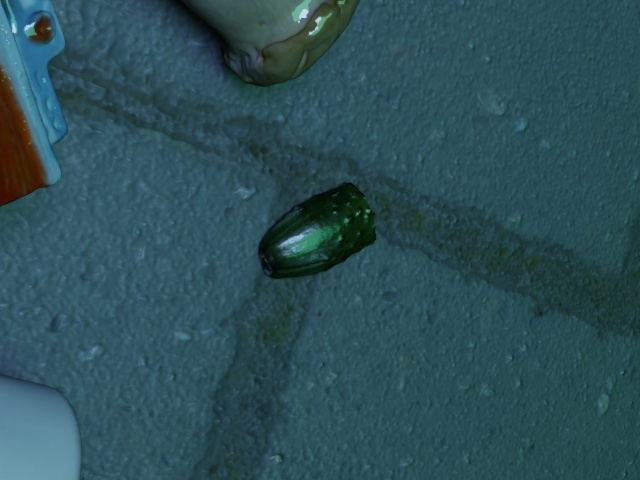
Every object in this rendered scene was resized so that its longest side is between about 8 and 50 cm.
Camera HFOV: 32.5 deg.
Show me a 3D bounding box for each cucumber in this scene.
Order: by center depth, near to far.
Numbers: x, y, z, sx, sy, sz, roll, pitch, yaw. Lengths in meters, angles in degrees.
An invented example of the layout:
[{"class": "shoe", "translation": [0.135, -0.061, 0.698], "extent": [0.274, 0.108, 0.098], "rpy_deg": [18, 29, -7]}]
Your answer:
[{"class": "cucumber", "translation": [0.000, 0.000, 0.938], "extent": [0.107, 0.035, 0.067], "rpy_deg": [-29, 118, -26]}]

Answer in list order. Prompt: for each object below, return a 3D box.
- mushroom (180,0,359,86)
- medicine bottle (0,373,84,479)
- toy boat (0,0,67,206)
[{"class": "mushroom", "translation": [-0.117, -0.276, 0.726], "extent": [0.407, 0.138, 0.154], "rpy_deg": [47, 30, -40]}, {"class": "medicine bottle", "translation": [-0.291, 0.133, 0.681], "extent": [0.258, 0.143, 0.143], "rpy_deg": [23, 87, -39]}, {"class": "toy boat", "translation": [-0.251, -0.181, 0.649], "extent": [0.133, 0.145, 0.331], "rpy_deg": [-51, 130, -45]}]
